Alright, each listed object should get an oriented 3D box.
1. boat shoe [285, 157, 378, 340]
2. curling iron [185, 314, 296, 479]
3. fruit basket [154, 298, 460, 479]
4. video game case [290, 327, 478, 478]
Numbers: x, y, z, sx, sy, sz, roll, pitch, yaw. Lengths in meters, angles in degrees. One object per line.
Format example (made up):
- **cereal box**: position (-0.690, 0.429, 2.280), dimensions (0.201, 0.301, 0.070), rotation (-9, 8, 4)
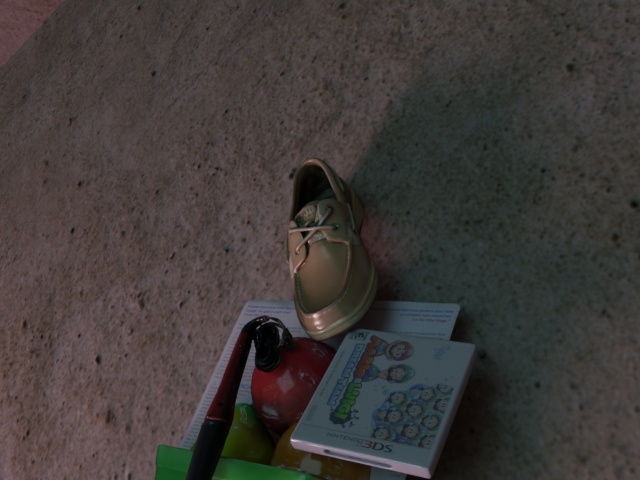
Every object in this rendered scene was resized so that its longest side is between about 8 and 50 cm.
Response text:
- **boat shoe**: position (0.000, 0.000, 0.952), dimensions (0.109, 0.098, 0.302), rotation (-25, 30, 17)
- **curling iron**: position (-0.096, 0.182, 0.812), dimensions (0.068, 0.035, 0.274), rotation (-8, 39, 33)
- **fruit basket**: position (-0.027, 0.222, 0.884), dimensions (0.327, 0.165, 0.353), rotation (-3, 46, 37)
- **video game case**: position (0.065, 0.152, 0.772), dimensions (0.143, 0.019, 0.157), rotation (4, 40, 28)
